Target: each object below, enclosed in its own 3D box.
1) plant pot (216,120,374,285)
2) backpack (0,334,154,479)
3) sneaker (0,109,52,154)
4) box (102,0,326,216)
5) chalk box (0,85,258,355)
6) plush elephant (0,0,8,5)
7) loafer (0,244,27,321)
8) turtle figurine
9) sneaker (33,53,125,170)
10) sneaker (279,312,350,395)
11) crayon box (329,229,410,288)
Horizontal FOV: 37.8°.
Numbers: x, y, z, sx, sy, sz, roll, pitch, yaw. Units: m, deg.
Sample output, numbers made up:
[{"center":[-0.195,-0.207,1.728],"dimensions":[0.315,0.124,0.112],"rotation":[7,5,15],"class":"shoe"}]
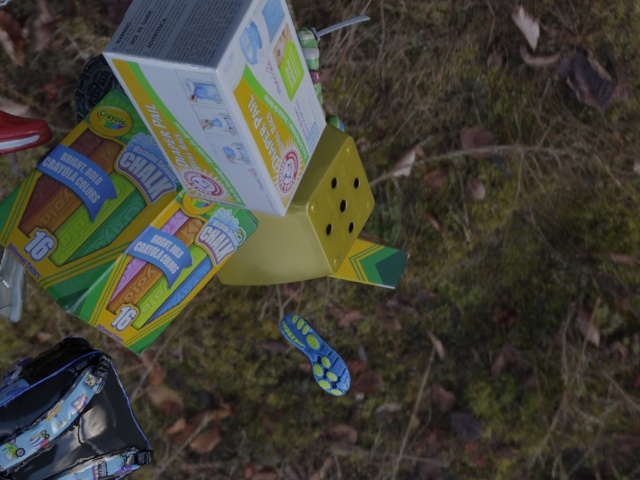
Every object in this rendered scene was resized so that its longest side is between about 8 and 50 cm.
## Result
[{"center":[-0.048,-0.061,1.319],"dimensions":[0.187,0.212,0.212],"rotation":[11,143,30],"class":"plant pot"},{"center":[-0.281,0.199,0.947],"dimensions":[0.117,0.173,0.158],"rotation":[18,133,53],"class":"backpack"},{"center":[-0.437,-0.167,1.111],"dimensions":[0.221,0.087,0.128],"rotation":[-2,102,-5],"class":"sneaker"},{"center":[-0.080,-0.125,0.794],"dimensions":[0.103,0.114,0.203],"rotation":[13,153,21],"class":"box"},{"center":[-0.208,-0.044,1.109],"dimensions":[0.180,0.179,0.289],"rotation":[38,83,27],"class":"chalk box"},{"center":[-0.269,-0.405,1.013],"dimensions":[0.330,0.272,0.255],"rotation":[-21,81,-21],"class":"plush elephant"},{"center":[-0.606,0.045,1.786],"dimensions":[0.088,0.094,0.251],"rotation":[8,115,-13],"class":"loafer"},{"center":[-0.087,-0.262,1.527],"dimensions":[0.266,0.274,0.198],"rotation":[19,158,-30],"class":"turtle figurine"},{"center":[-0.329,-0.137,1.401],"dimensions":[0.109,0.130,0.286],"rotation":[35,102,15],"class":"sneaker"},{"center":[-0.004,0.215,1.804],"dimensions":[0.067,0.078,0.188],"rotation":[-40,84,9],"class":"sneaker"},{"center":[0.000,0.000,1.672],"dimensions":[0.202,0.319,0.081],"rotation":[28,98,31],"class":"crayon box"}]
